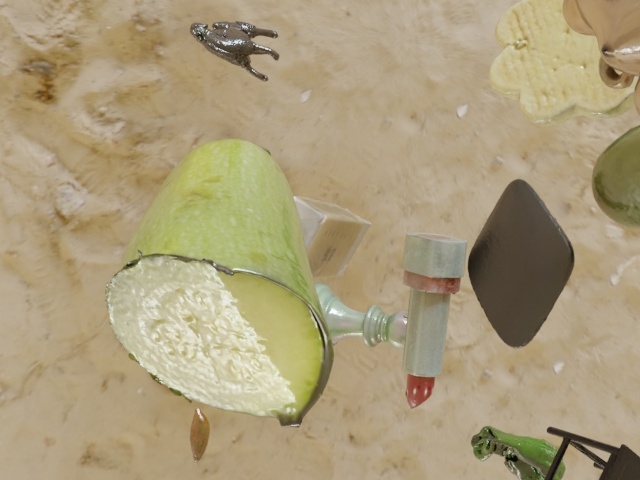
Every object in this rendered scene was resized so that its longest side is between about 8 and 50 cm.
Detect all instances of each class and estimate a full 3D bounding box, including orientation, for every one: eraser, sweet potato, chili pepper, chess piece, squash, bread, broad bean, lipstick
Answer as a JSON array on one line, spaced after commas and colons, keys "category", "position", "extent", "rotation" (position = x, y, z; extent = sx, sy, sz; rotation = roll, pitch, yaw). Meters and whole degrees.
[{"category": "eraser", "position": [0.000, 0.000, 1.756], "extent": [0.078, 0.343, 0.144], "rotation": [31, 99, 17]}, {"category": "sweet potato", "position": [-0.200, 0.324, 1.454], "extent": [0.034, 0.034, 0.095], "rotation": [3, 96, 5]}, {"category": "chili pepper", "position": [0.379, 0.403, 1.631], "extent": [0.099, 0.083, 0.253], "rotation": [-30, 135, 32]}, {"category": "chess piece", "position": [0.082, 0.157, 1.624], "extent": [0.271, 0.139, 0.139], "rotation": [5, 104, 24]}, {"category": "squash", "position": [-0.076, -0.007, 0.596], "extent": [0.137, 0.287, 0.137], "rotation": [-4, 123, -7]}, {"category": "bread", "position": [0.402, -0.303, 1.325], "extent": [0.316, 0.316, 0.054], "rotation": [-41, 138, 13]}, {"category": "broad bean", "position": [0.465, -0.070, 1.128], "extent": [0.121, 0.263, 0.189], "rotation": [-34, 120, -13]}, {"category": "lipstick", "position": [0.113, 0.088, 0.925], "extent": [0.057, 0.063, 0.186], "rotation": [0, 99, -35]}]

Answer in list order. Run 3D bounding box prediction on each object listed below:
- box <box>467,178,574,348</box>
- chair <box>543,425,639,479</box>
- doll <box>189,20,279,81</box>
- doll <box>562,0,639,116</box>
[{"category": "box", "position": [0.303, 0.034, 1.333], "extent": [0.042, 0.212, 0.201], "rotation": [8, 127, -26]}, {"category": "chair", "position": [0.424, 0.374, 1.226], "extent": [0.154, 0.260, 0.141], "rotation": [37, 75, -27]}, {"category": "doll", "position": [-0.153, -0.350, 1.549], "extent": [0.165, 0.139, 0.057], "rotation": [19, 124, -20]}, {"category": "doll", "position": [0.273, -0.179, 0.525], "extent": [0.278, 0.119, 0.154], "rotation": [-32, 77, 50]}]
